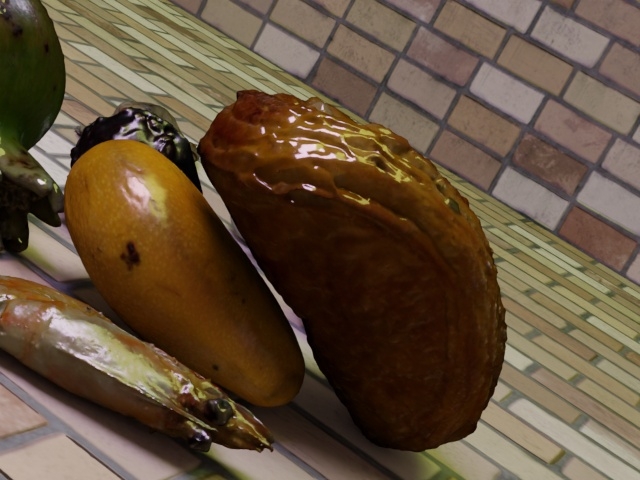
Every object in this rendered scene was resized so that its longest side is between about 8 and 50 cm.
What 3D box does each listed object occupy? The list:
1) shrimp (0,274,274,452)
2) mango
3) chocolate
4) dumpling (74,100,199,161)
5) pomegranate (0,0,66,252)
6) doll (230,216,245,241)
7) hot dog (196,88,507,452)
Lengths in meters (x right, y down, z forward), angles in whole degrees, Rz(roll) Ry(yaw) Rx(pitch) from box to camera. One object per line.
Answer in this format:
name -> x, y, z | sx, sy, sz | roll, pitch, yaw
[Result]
shrimp -> -0.162, 0.097, 0.950 | 0.294, 0.062, 0.154 | 30, 8, 13
mango -> -0.128, 0.037, 1.080 | 0.295, 0.120, 0.177 | 55, 8, 6
chocolate -> -0.223, -0.052, 1.284 | 0.156, 0.156, 0.133 | 28, 38, -2
dumpling -> -0.248, -0.151, 1.641 | 0.166, 0.086, 0.332 | 30, 9, -5
pomegranate -> -0.339, -0.138, 1.151 | 0.306, 0.242, 0.242 | 48, 13, -2
doll -> 0.000, -0.001, 1.552 | 0.278, 0.119, 0.154 | 34, 11, -24
hot dog -> 0.043, 0.022, 1.078 | 0.388, 0.174, 0.267 | 61, -10, -29
